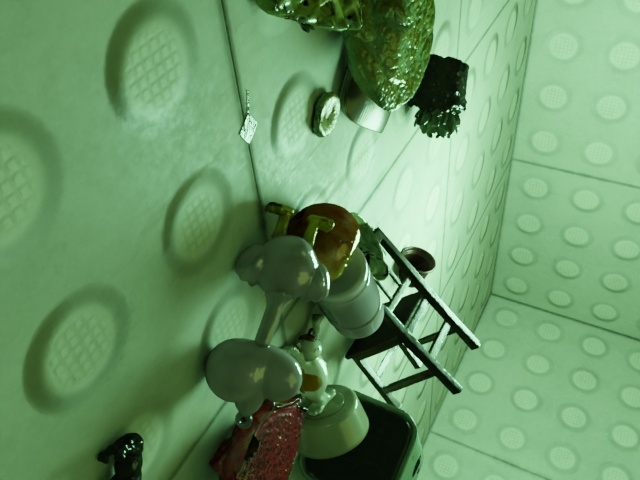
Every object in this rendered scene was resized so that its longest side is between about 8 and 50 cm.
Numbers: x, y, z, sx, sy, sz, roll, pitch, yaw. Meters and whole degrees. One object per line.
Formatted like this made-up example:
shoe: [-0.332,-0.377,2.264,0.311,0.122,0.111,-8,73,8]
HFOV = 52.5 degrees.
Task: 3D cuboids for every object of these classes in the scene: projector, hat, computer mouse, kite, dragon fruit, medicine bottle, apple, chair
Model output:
projector: [0.111,0.553,1.650,0.248,0.248,0.249,-62,155,-23]
hat: [0.078,0.017,1.405,0.166,0.081,0.122,30,54,-49]
computer mouse: [0.107,-0.284,1.296,0.245,0.056,0.125,-3,110,-67]
kite: [-0.103,-0.181,0.955,0.044,0.002,0.078,-14,119,-64]
dragon fruit: [-0.134,0.387,1.156,0.161,0.126,0.274,48,52,-53]
medicine bottle: [0.055,0.109,1.354,0.133,0.133,0.249,-64,155,-19]
apple: [0.000,0.000,1.173,0.146,0.147,0.146,-47,147,-46]
chair: [0.170,0.209,1.659,0.241,0.416,0.203,-31,-165,48]

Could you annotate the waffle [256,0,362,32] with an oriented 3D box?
waffle: [0.007,-0.449,0.926,0.317,0.073,0.297,-19,124,-60]

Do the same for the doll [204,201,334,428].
doll: [-0.079,0.125,1.047,0.094,0.160,0.365,-167,-86,-75]

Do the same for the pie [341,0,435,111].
pie: [0.134,-0.380,1.177,0.257,0.106,0.274,49,59,-44]

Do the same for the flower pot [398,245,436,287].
flower pot: [0.271,0.085,1.895,0.111,0.111,0.089,-46,161,-47]

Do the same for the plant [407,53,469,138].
plant: [0.283,-0.344,1.563,0.132,0.129,0.194,-12,113,-62]

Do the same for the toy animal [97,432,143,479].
toy animal: [-0.267,0.327,0.885,0.065,0.047,0.135,-36,133,-67]

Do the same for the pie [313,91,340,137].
pie: [0.010,-0.224,1.159,0.084,0.020,0.084,-47,148,-43]

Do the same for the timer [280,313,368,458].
timer: [-0.009,0.304,1.377,0.175,0.175,0.266,-43,125,-50]
